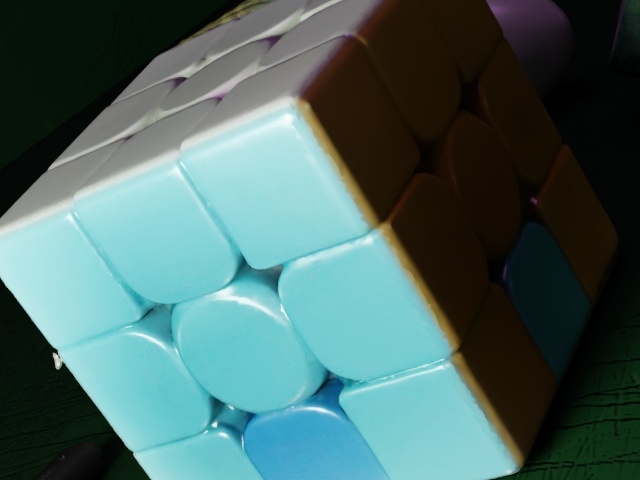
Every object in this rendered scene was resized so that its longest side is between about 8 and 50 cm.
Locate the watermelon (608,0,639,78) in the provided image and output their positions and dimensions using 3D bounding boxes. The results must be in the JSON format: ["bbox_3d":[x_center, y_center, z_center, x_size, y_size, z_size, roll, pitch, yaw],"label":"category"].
[{"bbox_3d":[0.377,-0.220,1.339,0.175,0.188,0.322,27,45,32],"label":"watermelon"}]

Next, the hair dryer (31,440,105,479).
[{"bbox_3d":[-0.253,0.241,1.239,0.197,0.089,0.251,-24,9,31],"label":"hair dryer"}]

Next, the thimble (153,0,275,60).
[{"bbox_3d":[-0.037,-0.106,1.487,0.150,0.271,0.271,-31,17,4],"label":"thimble"}]

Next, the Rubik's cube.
[{"bbox_3d":[0.000,0.000,1.083,0.290,0.292,0.291,-19,22,34],"label":"Rubik's cube"}]

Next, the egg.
[{"bbox_3d":[0.165,-0.190,1.570,0.209,0.151,0.151,-12,25,35],"label":"egg"}]
